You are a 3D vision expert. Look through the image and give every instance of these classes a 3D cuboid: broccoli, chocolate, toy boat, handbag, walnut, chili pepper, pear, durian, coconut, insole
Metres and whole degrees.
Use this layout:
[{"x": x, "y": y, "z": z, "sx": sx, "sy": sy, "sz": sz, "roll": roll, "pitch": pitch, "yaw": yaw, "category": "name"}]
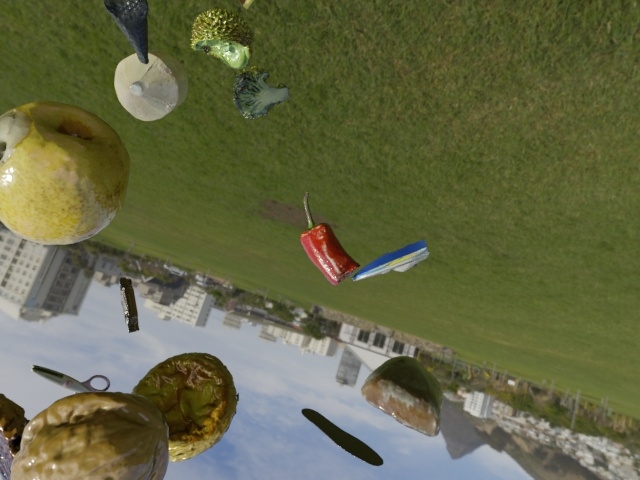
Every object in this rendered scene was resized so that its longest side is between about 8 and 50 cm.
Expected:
[{"x": -0.295, "y": -0.703, "z": 1.906, "sx": 0.180, "sy": 0.272, "sz": 0.243, "roll": 50, "pitch": 151, "yaw": 35, "category": "broccoli"}, {"x": -0.624, "y": 0.209, "z": 1.333, "sx": 0.028, "sy": 0.183, "sz": 0.086, "roll": -15, "pitch": 175, "yaw": -1, "category": "chocolate"}, {"x": 0.254, "y": 0.090, "z": 1.520, "sx": 0.294, "sy": 0.088, "sz": 0.129, "roll": -21, "pitch": 175, "yaw": -4, "category": "toy boat"}, {"x": -0.457, "y": -0.573, "z": 0.952, "sx": 0.088, "sy": 0.271, "sz": 0.175, "roll": -16, "pitch": 179, "yaw": -15, "category": "handbag"}, {"x": 0.180, "y": 0.288, "z": 0.824, "sx": 0.156, "sy": 0.080, "sz": 0.254, "roll": 24, "pitch": -179, "yaw": 19, "category": "chocolate"}, {"x": -0.401, "y": 0.386, "z": 0.741, "sx": 0.256, "sy": 0.257, "sz": 0.224, "roll": 19, "pitch": -177, "yaw": -5, "category": "walnut"}, {"x": -0.004, "y": 0.003, "z": 1.524, "sx": 0.338, "sy": 0.134, "sz": 0.131, "roll": 53, "pitch": 166, "yaw": 7, "category": "chili pepper"}, {"x": -0.499, "y": -0.120, "z": 0.783, "sx": 0.270, "sy": 0.272, "sz": 0.271, "roll": 18, "pitch": 169, "yaw": 4, "category": "pear"}, {"x": -0.369, "y": -0.766, "z": 1.543, "sx": 0.236, "sy": 0.177, "sz": 0.200, "roll": 2, "pitch": 156, "yaw": -37, "category": "durian"}, {"x": -0.619, "y": -0.571, "z": 1.500, "sx": 0.238, "sy": 0.239, "sz": 0.244, "roll": 20, "pitch": -148, "yaw": -8, "category": "coconut"}, {"x": 0.061, "y": 0.635, "z": 1.335, "sx": 0.327, "sy": 0.007, "sz": 0.111, "roll": 20, "pitch": -178, "yaw": 37, "category": "insole"}]

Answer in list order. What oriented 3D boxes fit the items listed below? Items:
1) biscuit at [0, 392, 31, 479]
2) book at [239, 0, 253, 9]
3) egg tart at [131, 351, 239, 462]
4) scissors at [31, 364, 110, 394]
[{"x": -0.719, "y": 0.515, "z": 0.982, "sx": 0.289, "sy": 0.335, "sz": 0.081, "roll": 0, "pitch": -164, "yaw": 37, "category": "biscuit"}, {"x": -0.122, "y": -0.818, "z": 1.052, "sx": 0.028, "sy": 0.373, "sz": 0.263, "roll": 14, "pitch": -138, "yaw": -54, "category": "book"}, {"x": -0.408, "y": 0.502, "z": 1.242, "sx": 0.340, "sy": 0.341, "sz": 0.132, "roll": 15, "pitch": 136, "yaw": 17, "category": "egg tart"}, {"x": -0.553, "y": 0.314, "z": 0.901, "sx": 0.022, "sy": 0.086, "sz": 0.176, "roll": 15, "pitch": 153, "yaw": 43, "category": "scissors"}]
